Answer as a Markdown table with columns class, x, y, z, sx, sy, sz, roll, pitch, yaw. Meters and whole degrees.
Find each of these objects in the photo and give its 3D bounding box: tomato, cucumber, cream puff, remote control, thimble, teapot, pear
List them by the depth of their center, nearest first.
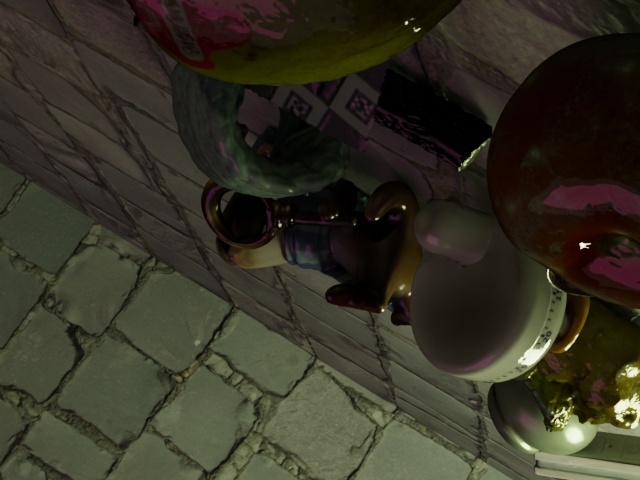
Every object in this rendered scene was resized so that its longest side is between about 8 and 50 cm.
| class | x | y | z | sx | sy | sz | roll | pitch | yaw |
| --- | --- | --- | --- | --- | --- | --- | --- | --- | --- |
| pear | -0.008 | -0.269 | 1.176 | 0.375 | 0.287 | 0.287 | 6 | 152 | 32 |
| tomato | 0.290 | -0.073 | 1.216 | 0.270 | 0.223 | 0.270 | 14 | 155 | 7 |
| cucumber | 0.072 | -0.178 | 1.668 | 0.300 | 0.072 | 0.072 | 30 | 166 | 12 |
| thimble | -0.079 | -0.163 | 1.807 | 0.250 | 0.205 | 0.172 | 45 | 164 | -29 |
| cream puff | 0.364 | 0.188 | 2.003 | 0.282 | 0.185 | 0.282 | 30 | 166 | 8 |
| remote control | 0.501 | 0.368 | 2.257 | 0.277 | 0.055 | 0.103 | 5 | -160 | 20 |
| teapot | 0.377 | 0.270 | 2.273 | 0.318 | 0.149 | 0.220 | 25 | -144 | -55 |

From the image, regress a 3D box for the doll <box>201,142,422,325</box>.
| class | x | y | z | sx | sy | sz | roll | pitch | yaw |
| --- | --- | --- | --- | --- | --- | --- | --- | --- | --- |
| doll | -0.002 | 0.003 | 2.093 | 0.339 | 0.209 | 0.318 | 22 | 147 | 28 |

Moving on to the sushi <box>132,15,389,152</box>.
| class | x | y | z | sx | sy | sz | roll | pitch | yaw |
| --- | --- | --- | --- | --- | --- | --- | --- | --- | --- |
| sushi | -0.041 | -0.300 | 1.461 | 0.339 | 0.069 | 0.320 | 29 | 135 | 19 |

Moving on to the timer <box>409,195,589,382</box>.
| class | x | y | z | sx | sy | sz | roll | pitch | yaw |
| --- | --- | --- | --- | --- | --- | --- | --- | --- | --- |
| timer | 0.210 | 0.071 | 1.842 | 0.240 | 0.233 | 0.233 | 17 | 180 | -39 |

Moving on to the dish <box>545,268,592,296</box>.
| class | x | y | z | sx | sy | sz | roll | pitch | yaw |
| --- | --- | --- | --- | --- | --- | --- | --- | --- | --- |
| dish | 0.344 | 0.002 | 1.675 | 0.141 | 0.078 | 0.141 | -1 | 148 | 0 |

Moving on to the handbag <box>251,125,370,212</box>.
| class | x | y | z | sx | sy | sz | roll | pitch | yaw |
| --- | --- | --- | --- | --- | --- | --- | --- | --- | --- |
| handbag | -0.020 | -0.094 | 2.232 | 0.221 | 0.057 | 0.144 | 37 | 160 | -4 |
